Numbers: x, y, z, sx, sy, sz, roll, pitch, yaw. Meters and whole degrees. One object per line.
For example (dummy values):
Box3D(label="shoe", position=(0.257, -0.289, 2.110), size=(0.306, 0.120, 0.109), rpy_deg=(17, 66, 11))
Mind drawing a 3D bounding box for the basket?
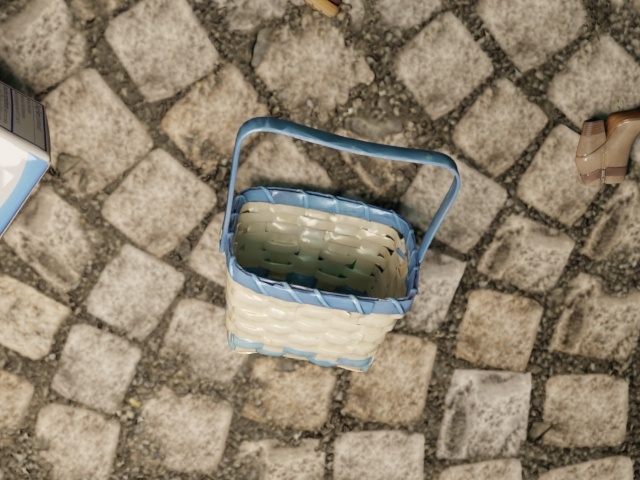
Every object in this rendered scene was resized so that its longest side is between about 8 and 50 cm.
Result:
Box3D(label="basket", position=(0.000, 0.000, 1.332), size=(0.254, 0.201, 0.289), rpy_deg=(13, 130, -11))

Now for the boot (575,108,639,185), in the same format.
Box3D(label="boot", position=(0.379, -0.117, 1.462), size=(0.118, 0.042, 0.087), rpy_deg=(-10, 108, -4))

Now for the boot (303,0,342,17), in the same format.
Box3D(label="boot", position=(-0.008, -0.408, 1.325), size=(0.207, 0.090, 0.248), rpy_deg=(-43, 99, 4))

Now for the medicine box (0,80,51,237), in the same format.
Box3D(label="medicine box", position=(-0.483, -0.084, 1.241), size=(0.289, 0.149, 0.263), rpy_deg=(30, 107, -27))
